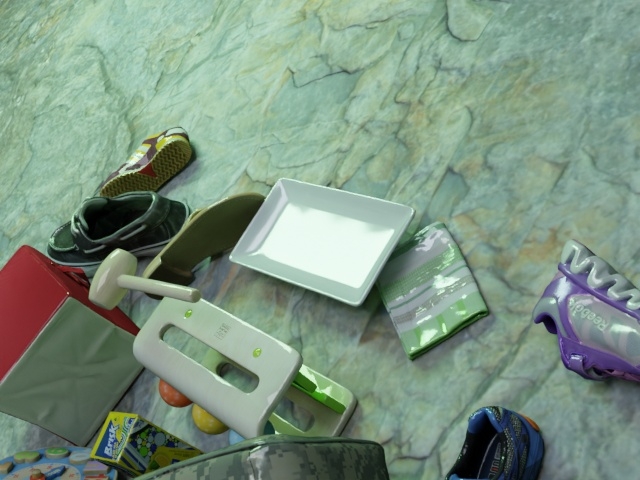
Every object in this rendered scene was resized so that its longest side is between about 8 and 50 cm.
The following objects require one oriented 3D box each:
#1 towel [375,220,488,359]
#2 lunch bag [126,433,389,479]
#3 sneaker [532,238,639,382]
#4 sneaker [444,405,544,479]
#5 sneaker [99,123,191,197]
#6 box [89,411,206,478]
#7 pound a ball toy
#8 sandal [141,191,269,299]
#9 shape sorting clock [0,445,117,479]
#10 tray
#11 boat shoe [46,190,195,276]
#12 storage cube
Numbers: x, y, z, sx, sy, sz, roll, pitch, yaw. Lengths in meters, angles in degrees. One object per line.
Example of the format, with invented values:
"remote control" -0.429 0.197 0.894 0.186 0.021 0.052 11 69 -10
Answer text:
"towel" 0.124 0.055 1.030 0.113 0.023 0.152 -35 43 15
"lunch bag" -0.071 0.345 0.834 0.305 0.212 0.256 -23 64 29
"sneaker" 0.285 0.099 0.818 0.104 0.095 0.236 -49 36 8
"sneaker" 0.145 0.254 0.810 0.083 0.087 0.221 -8 55 37
"sneaker" -0.302 -0.129 1.504 0.185 0.069 0.084 -31 35 9
"box" -0.184 0.261 1.020 0.054 0.169 0.059 -2 58 40
"pound a ball toy" -0.144 0.147 1.045 0.319 0.208 0.135 20 74 46
"sandal" -0.182 -0.015 1.295 0.240 0.088 0.079 -41 41 17
"shape sorting clock" -0.370 0.319 1.135 0.206 0.206 0.040 17 112 46
"tray" 0.000 0.000 1.138 0.270 0.030 0.145 17 69 47
"boat shoe" -0.346 -0.028 1.415 0.335 0.119 0.121 -13 52 33
"storage cube" -0.391 0.151 1.267 0.215 0.184 0.193 -52 42 -6
